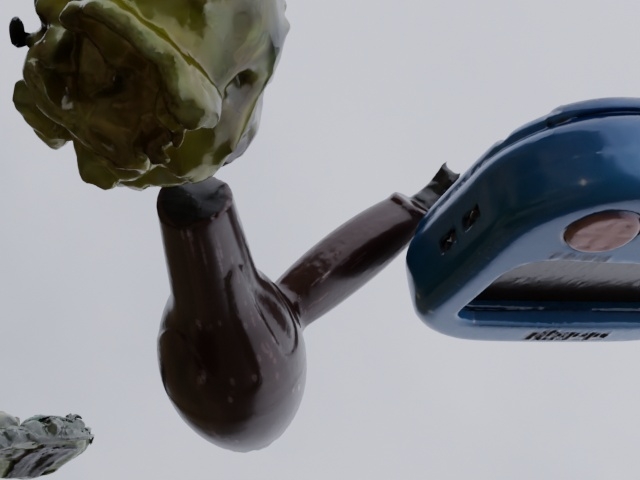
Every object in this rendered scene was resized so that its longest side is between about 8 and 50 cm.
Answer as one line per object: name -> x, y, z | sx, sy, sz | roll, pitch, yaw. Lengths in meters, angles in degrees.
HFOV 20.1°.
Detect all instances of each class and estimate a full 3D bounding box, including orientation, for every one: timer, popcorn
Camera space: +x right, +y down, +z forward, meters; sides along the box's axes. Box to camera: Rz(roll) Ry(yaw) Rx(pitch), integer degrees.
timer -> 0.254, -0.010, 1.515 | 0.309, 0.340, 0.115 | 130, -45, -55
popcorn -> -0.114, -0.134, 1.224 | 0.169, 0.189, 0.218 | 21, -46, 14

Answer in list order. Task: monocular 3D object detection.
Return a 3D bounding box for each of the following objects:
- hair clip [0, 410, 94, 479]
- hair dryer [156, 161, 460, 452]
hair clip -> -0.407, 0.240, 2.028 | 0.138, 0.321, 0.091 | -42, -109, 35
hair dryer -> 0.000, 0.000, 1.506 | 0.123, 0.340, 0.312 | 35, -31, 29
